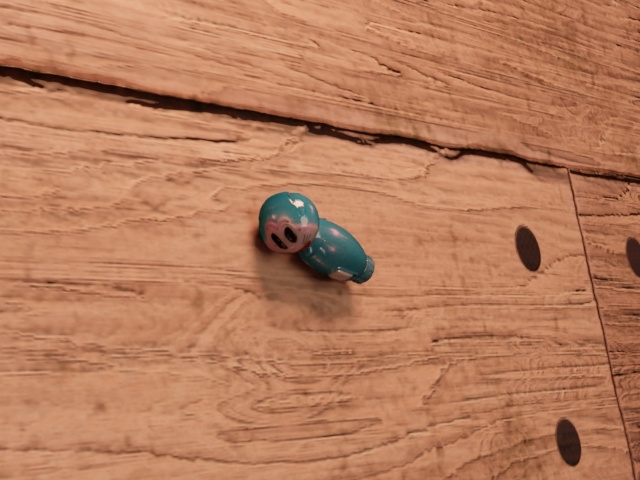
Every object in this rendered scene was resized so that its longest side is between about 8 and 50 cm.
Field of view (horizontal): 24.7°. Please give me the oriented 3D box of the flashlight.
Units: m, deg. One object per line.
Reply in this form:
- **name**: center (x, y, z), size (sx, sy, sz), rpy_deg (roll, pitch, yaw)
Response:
- **flashlight**: center (0.000, 0.000, 1.181), size (0.129, 0.051, 0.051), rpy_deg (29, 54, -47)
